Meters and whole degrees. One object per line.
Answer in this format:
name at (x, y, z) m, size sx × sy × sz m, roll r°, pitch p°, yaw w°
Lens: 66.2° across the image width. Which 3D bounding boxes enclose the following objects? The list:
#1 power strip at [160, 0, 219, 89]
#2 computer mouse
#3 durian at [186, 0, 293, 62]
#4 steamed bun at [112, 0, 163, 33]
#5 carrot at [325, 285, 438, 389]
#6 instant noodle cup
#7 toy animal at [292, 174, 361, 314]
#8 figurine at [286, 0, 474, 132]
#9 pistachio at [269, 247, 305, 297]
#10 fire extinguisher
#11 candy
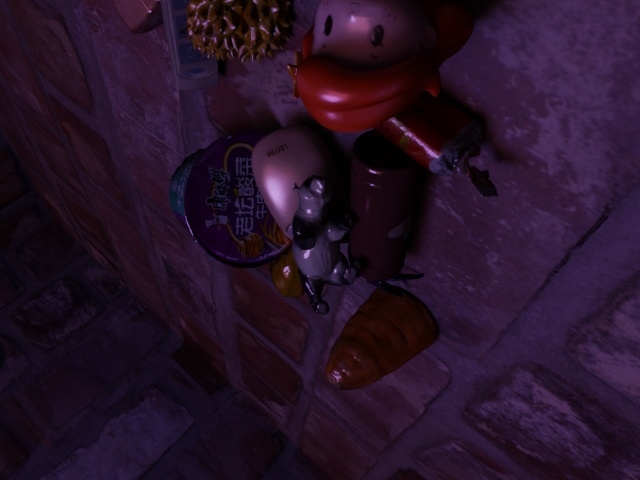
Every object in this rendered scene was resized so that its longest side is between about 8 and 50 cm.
power strip at (-0.209, -0.344, 0.788) m, size 0.286 × 0.080 × 0.048 m, roll 111°, pitch 139°, yaw -66°
computer mouse at (-0.025, -0.083, 0.856) m, size 0.145 × 0.082 × 0.236 m, roll -19°, pitch 115°, yaw 16°
durian at (-0.126, -0.339, 0.710) m, size 0.182 × 0.165 × 0.132 m, roll -36°, pitch 64°, yaw 38°
steamed bun at (-0.277, -0.436, 0.793) m, size 0.175 × 0.106 × 0.144 m, roll -16°, pitch 108°, yaw 43°
carrot at (0.105, 0.207, 0.950) m, size 0.159 × 0.225 × 0.159 m, roll 31°, pitch 142°, yaw 28°
instant noodle cup at (-0.172, -0.085, 0.955) m, size 0.190 × 0.251 × 0.251 m, roll 16°, pitch 139°, yaw 56°
toy animal at (0.000, 0.000, 0.793) m, size 0.121 × 0.094 × 0.225 m, roll -123°, pitch 17°, yaw -51°
figurine at (0.070, -0.238, 0.465) m, size 0.181 × 0.208 × 0.257 m, roll 9°, pitch 116°, yaw -9°
pistachio at (-0.070, 0.069, 1.120) m, size 0.100 × 0.110 × 0.189 m, roll 11°, pitch 145°, yaw -2°
fire extinguisher at (0.113, -0.013, 0.804) m, size 0.138 × 0.102 × 0.343 m, roll 3°, pitch 139°, yaw 5°
candy at (0.118, -0.158, 0.628) m, size 0.292 × 0.086 × 0.059 m, roll 41°, pitch 157°, yaw 12°
